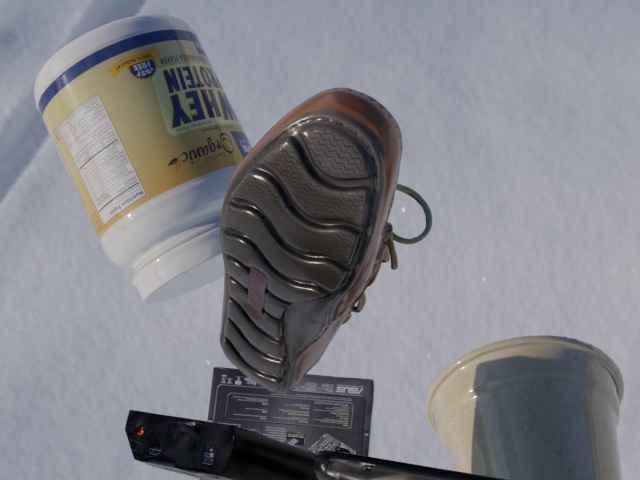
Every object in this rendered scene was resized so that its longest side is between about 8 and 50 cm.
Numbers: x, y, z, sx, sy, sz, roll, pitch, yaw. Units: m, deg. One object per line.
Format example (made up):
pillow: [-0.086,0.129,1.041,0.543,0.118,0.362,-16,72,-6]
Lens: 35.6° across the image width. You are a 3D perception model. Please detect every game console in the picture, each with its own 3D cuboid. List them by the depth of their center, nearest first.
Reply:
game console: [0.037,0.181,0.734,0.361,0.213,0.044,1,70,39]

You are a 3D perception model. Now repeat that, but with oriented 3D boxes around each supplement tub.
supplement tub: [-0.203,-0.101,1.275,0.228,0.228,0.316,-26,83,-10]

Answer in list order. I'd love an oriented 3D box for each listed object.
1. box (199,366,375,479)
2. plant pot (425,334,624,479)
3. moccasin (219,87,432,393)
box: [-0.044,0.277,1.382,0.230,0.056,0.183,3,71,4]
plant pot: [0.348,0.373,1.579,0.333,0.334,0.306,-5,44,3]
moccasin: [0.003,0.002,0.850,0.139,0.380,0.147,33,59,16]
